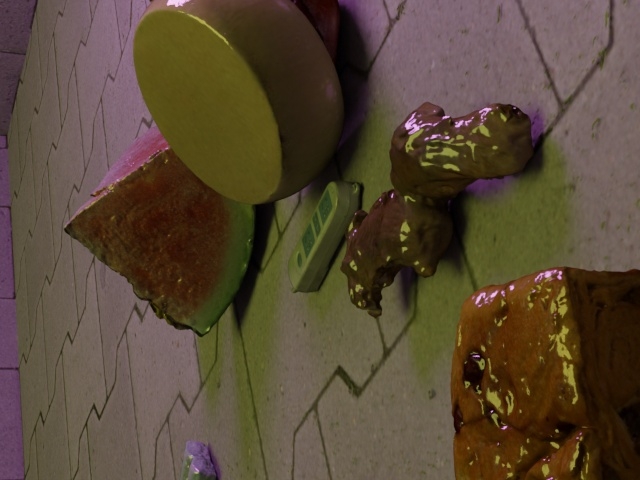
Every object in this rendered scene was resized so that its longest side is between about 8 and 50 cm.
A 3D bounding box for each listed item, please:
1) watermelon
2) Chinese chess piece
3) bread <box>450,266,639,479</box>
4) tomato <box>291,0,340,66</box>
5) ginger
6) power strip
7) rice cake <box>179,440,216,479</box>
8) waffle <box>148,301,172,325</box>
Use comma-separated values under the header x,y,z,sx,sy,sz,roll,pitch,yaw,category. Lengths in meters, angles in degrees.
x,y,z,sx,sy,sz,roll,pitch,yaw,category
-0.185,-0.041,1.571,0.193,0.231,0.310,-59,-25,-44,watermelon
-0.093,-0.169,1.340,0.273,0.102,0.273,34,145,28,Chinese chess piece
0.174,0.097,0.747,0.143,0.158,0.149,-17,70,61,bread
-0.031,-0.248,1.376,0.173,0.099,0.189,-10,113,53,tomato
0.087,-0.035,1.063,0.290,0.084,0.122,128,146,-53,ginger
0.000,0.000,1.338,0.191,0.030,0.047,118,148,-44,power strip
-0.185,0.403,1.707,0.085,0.040,0.226,-139,56,-63,rice cake
-0.205,0.027,1.738,0.149,0.051,0.194,42,-127,-74,waffle
